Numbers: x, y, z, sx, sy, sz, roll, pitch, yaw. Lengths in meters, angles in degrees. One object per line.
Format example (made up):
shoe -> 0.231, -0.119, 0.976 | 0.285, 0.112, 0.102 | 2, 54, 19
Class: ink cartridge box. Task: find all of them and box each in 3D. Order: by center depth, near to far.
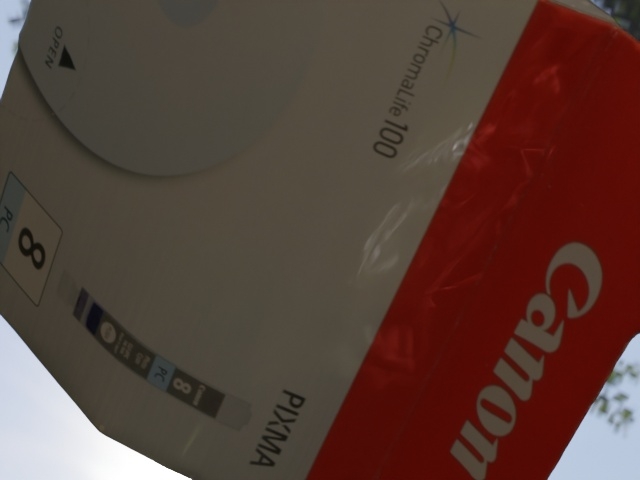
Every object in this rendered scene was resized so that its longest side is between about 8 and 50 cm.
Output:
ink cartridge box -> 0.000, 0.000, 0.810 | 0.091, 0.308, 0.385 | -10, -135, -43
